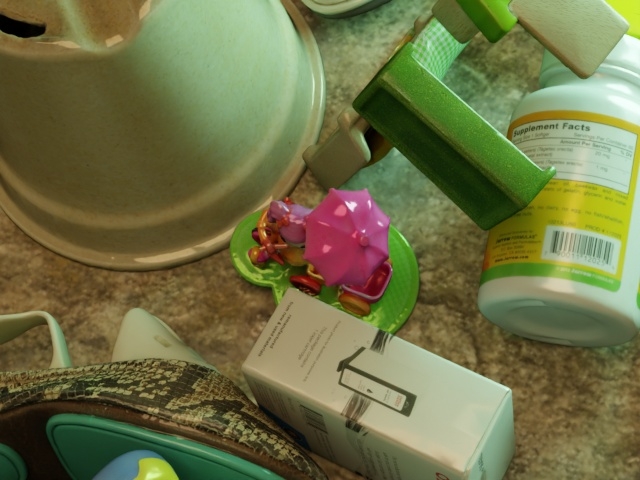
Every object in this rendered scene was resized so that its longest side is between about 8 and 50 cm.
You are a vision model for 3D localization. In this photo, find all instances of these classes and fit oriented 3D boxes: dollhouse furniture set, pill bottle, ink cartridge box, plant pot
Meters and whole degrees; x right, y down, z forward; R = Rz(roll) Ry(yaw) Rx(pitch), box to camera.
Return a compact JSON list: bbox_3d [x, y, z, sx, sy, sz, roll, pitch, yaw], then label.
[{"bbox_3d":[0.123,-0.116,1.579,0.151,0.301,0.197,41,73,-3],"label":"dollhouse furniture set"},{"bbox_3d":[0.218,-0.045,1.575,0.136,0.136,0.246,8,72,13],"label":"pill bottle"},{"bbox_3d":[0.052,0.138,1.523,0.203,0.148,0.086,24,70,18],"label":"ink cartridge box"},{"bbox_3d":[-0.182,-0.185,1.616,0.333,0.305,0.334,-4,66,8],"label":"plant pot"}]

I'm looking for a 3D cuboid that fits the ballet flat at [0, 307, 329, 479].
[{"bbox_3d":[-0.223,0.138,1.574,0.482,0.164,0.182,-1,54,12],"label":"ballet flat"}]

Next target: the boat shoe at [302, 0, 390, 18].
[{"bbox_3d":[0.116,-0.317,1.753,0.112,0.095,0.335,41,83,25],"label":"boat shoe"}]

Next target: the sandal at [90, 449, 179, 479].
[{"bbox_3d":[-0.226,0.277,1.483,0.317,0.126,0.138,-50,50,16],"label":"sandal"}]

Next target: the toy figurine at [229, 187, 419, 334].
[{"bbox_3d":[0.000,0.000,1.573,0.173,0.159,0.130,24,73,10],"label":"toy figurine"}]

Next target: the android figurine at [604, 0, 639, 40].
[{"bbox_3d":[0.286,-0.249,1.703,0.272,0.056,0.248,11,70,11],"label":"android figurine"}]
